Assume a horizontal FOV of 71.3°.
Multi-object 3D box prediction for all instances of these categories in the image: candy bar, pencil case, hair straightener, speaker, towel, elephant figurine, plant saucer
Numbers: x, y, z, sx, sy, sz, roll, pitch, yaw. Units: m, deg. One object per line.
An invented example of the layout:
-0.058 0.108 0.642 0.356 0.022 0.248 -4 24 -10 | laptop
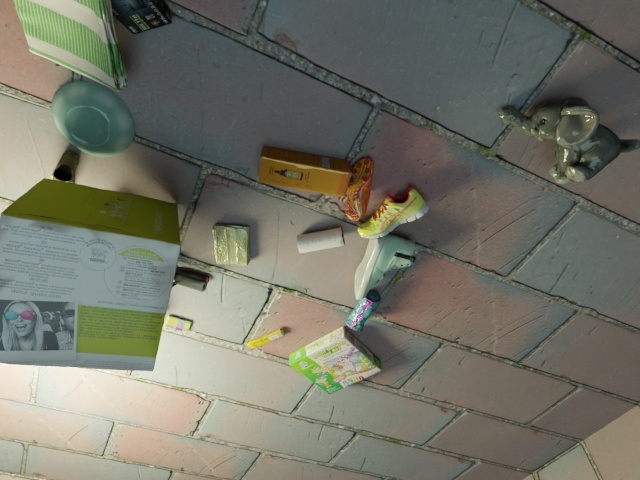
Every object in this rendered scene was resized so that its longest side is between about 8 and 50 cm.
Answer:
-0.195 0.349 1.581 0.161 0.018 0.040 -26 127 16 | candy bar
0.140 0.231 1.467 0.064 0.070 0.152 30 123 7 | pencil case
-0.454 0.107 1.347 0.230 0.089 0.047 22 106 -14 | hair straightener
0.000 0.000 1.296 0.136 0.055 0.055 -11 127 6 | speaker
-0.501 -0.461 0.846 0.247 0.038 0.325 25 146 4 | towel
0.584 -0.266 1.059 0.186 0.169 0.240 -38 106 -8 | elephant figurine
-0.489 0.285 1.530 0.083 0.009 0.060 18 124 -16 | towel
-0.555 -0.282 1.077 0.194 0.038 0.195 -1 127 -1 | plant saucer
-0.263 0.015 1.318 0.109 0.027 0.148 4 127 -3 | towel

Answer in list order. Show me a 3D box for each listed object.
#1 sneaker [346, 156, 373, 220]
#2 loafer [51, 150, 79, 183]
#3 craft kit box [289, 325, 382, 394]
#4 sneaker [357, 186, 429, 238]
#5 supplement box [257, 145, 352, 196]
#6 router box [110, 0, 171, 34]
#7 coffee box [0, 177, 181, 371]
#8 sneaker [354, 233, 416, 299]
0.107 -0.139 1.197 0.064 0.067 0.175 23 116 22 | sneaker
-0.669 -0.164 1.155 0.056 0.050 0.148 22 124 -17 | loafer
0.057 0.449 1.644 0.249 0.061 0.247 -33 119 21 | craft kit box
0.188 -0.080 1.233 0.208 0.081 0.094 -28 116 12 | sneaker
-0.042 -0.178 1.146 0.233 0.080 0.078 8 126 -10 | supplement box
-0.369 -0.472 0.890 0.092 0.038 0.122 -12 171 8 | router box
-0.538 0.072 1.072 0.337 0.337 0.335 11 105 -22 | coffee box
0.197 0.094 1.350 0.150 0.094 0.256 10 128 -13 | sneaker
